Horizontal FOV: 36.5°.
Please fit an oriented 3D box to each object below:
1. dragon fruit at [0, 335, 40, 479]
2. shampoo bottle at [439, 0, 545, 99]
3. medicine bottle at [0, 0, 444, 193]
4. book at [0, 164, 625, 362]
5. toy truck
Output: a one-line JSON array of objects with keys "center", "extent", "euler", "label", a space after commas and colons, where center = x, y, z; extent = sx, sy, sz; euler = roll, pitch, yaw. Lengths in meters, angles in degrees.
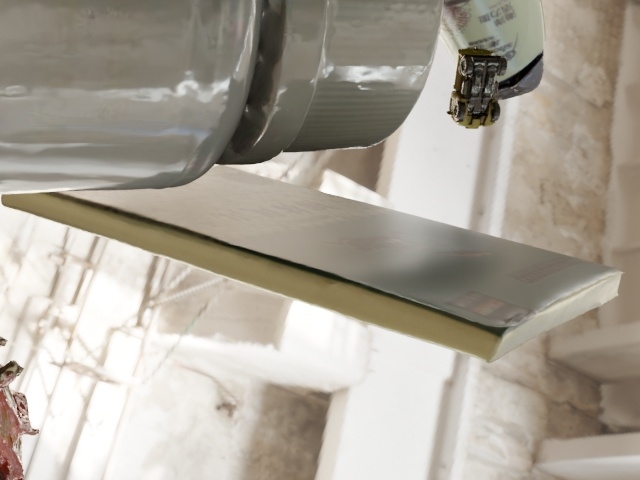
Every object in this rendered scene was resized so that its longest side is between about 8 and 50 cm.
[{"center": [-0.297, 0.098, 0.734], "extent": [0.274, 0.126, 0.161], "euler": [14, -79, 21], "label": "dragon fruit"}, {"center": [0.192, -0.289, 1.162], "extent": [0.134, 0.359, 0.078], "euler": [-12, -118, 23], "label": "shampoo bottle"}, {"center": [-0.106, -0.151, 0.578], "extent": [0.245, 0.306, 0.245], "euler": [176, -90, -64], "label": "medicine bottle"}, {"center": [0.000, 0.000, 0.697], "extent": [0.379, 0.264, 0.031], "euler": [15, -76, 28], "label": "book"}, {"center": [0.167, -0.164, 1.054], "extent": [0.054, 0.049, 0.083], "euler": [-114, -155, -62], "label": "toy truck"}]
